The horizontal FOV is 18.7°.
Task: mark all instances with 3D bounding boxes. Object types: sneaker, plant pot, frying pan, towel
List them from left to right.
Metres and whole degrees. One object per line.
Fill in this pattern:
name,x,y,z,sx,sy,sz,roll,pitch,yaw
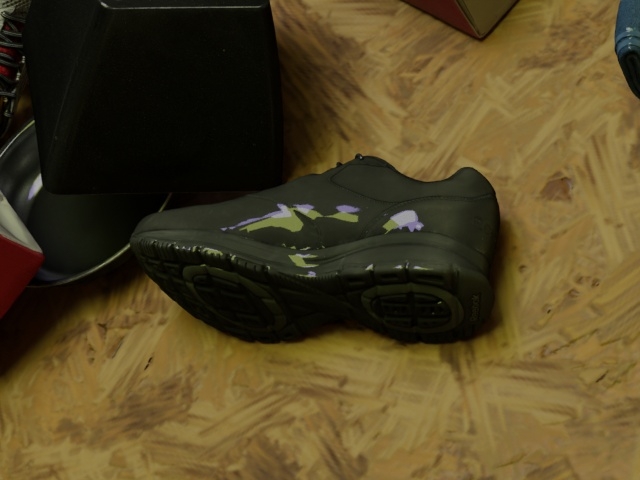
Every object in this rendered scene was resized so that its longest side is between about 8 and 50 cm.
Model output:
sneaker,-0.271,-0.140,1.628,0.225,0.088,0.093,-58,31,20
frying pan,-0.206,-0.087,1.615,0.197,0.053,0.326,-26,47,11
plant pot,-0.124,-0.160,1.492,0.188,0.167,0.187,-2,48,-14
sneaker,0.000,0.000,1.418,0.286,0.109,0.130,4,53,20
towel,0.235,-0.168,1.417,0.029,0.067,0.119,-3,57,25

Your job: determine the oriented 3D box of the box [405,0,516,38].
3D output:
box,0.075,-0.286,1.550,0.148,0.127,0.232,-48,48,-9

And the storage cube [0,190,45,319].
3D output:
storage cube,-0.362,0.008,1.503,0.193,0.215,0.184,-52,41,10
